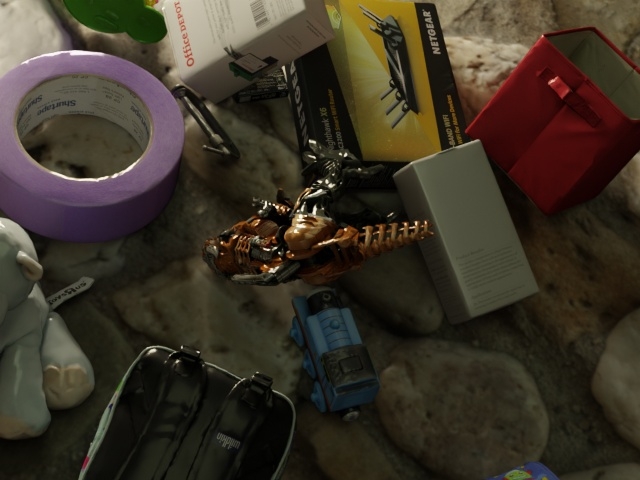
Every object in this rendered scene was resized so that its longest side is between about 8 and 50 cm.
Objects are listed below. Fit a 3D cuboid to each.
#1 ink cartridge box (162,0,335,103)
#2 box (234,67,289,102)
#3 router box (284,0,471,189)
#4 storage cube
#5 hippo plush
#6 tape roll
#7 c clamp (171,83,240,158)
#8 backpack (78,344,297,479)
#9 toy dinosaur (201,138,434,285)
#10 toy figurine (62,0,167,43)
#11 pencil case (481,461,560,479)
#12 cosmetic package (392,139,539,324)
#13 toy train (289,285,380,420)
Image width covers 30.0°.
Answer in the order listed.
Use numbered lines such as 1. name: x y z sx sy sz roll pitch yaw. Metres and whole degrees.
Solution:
1. ink cartridge box: -0.109 -0.326 1.758 0.219 0.092 0.160 -26 61 20
2. box: -0.096 -0.246 1.820 0.083 0.018 0.067 -10 62 -17
3. router box: 0.080 -0.224 1.798 0.243 0.081 0.308 -1 60 -17
4. storage cube: 0.367 -0.175 1.738 0.183 0.193 0.215 48 33 16
5. hippo plush: -0.375 0.090 1.436 0.234 0.236 0.294 35 59 10
6. tape roll: -0.329 -0.133 1.654 0.275 0.090 0.274 7 55 -10
7. c clamp: -0.165 -0.172 1.708 0.022 0.137 0.160 -42 64 12
8. backpack: -0.167 0.279 1.393 0.225 0.191 0.253 23 57 -1
9. toy dinosaur: 0.000 0.000 1.585 0.322 0.164 0.218 16 42 21
10. toy figurine: -0.295 -0.406 1.833 0.173 0.130 0.159 29 46 -19
11. pencil case: 0.162 0.376 1.446 0.306 0.119 0.133 -17 108 -21
12. cosmetic package: 0.201 -0.010 1.660 0.117 0.085 0.231 -18 84 -19
13. toy train: 0.017 0.143 1.562 0.080 0.105 0.184 -10 63 -17
